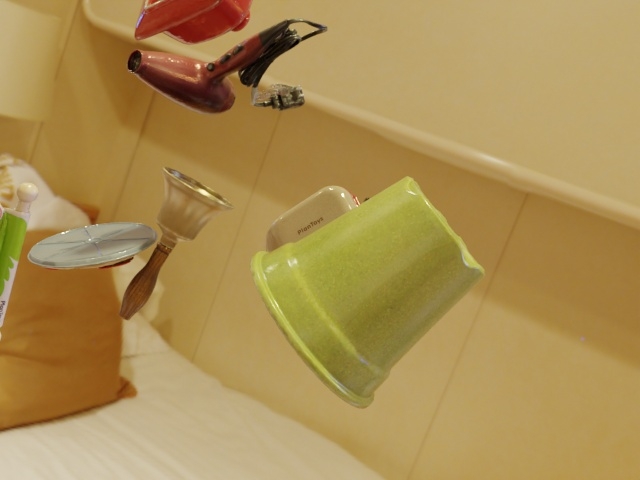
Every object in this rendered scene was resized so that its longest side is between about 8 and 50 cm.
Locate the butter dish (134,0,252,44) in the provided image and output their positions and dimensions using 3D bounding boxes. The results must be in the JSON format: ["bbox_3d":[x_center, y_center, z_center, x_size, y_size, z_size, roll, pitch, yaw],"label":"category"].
[{"bbox_3d":[-0.135,-0.308,0.890,0.160,0.160,0.118,-11,-29,35],"label":"butter dish"}]

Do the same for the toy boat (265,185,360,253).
[{"bbox_3d":[0.000,0.000,1.499,0.151,0.231,0.151,40,21,-58],"label":"toy boat"}]

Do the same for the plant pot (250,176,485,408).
[{"bbox_3d":[0.084,0.053,1.024,0.276,0.254,0.276,50,9,-11],"label":"plant pot"}]

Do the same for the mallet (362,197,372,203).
[{"bbox_3d":[0.140,0.001,1.206,0.189,0.062,0.039,34,-9,-12],"label":"mallet"}]

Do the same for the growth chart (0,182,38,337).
[{"bbox_3d":[-0.341,0.031,0.521,0.237,0.172,0.021,0,26,-38],"label":"growth chart"}]

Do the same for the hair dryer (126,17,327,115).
[{"bbox_3d":[-0.148,-0.276,1.094,0.293,0.080,0.224,-10,-25,-16],"label":"hair dryer"}]

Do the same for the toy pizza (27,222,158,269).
[{"bbox_3d":[-0.361,0.015,1.138,0.201,0.032,0.201,-5,18,2],"label":"toy pizza"}]

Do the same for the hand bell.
[{"bbox_3d":[-0.249,0.020,1.119,0.126,0.242,0.126,30,4,-2],"label":"hand bell"}]
